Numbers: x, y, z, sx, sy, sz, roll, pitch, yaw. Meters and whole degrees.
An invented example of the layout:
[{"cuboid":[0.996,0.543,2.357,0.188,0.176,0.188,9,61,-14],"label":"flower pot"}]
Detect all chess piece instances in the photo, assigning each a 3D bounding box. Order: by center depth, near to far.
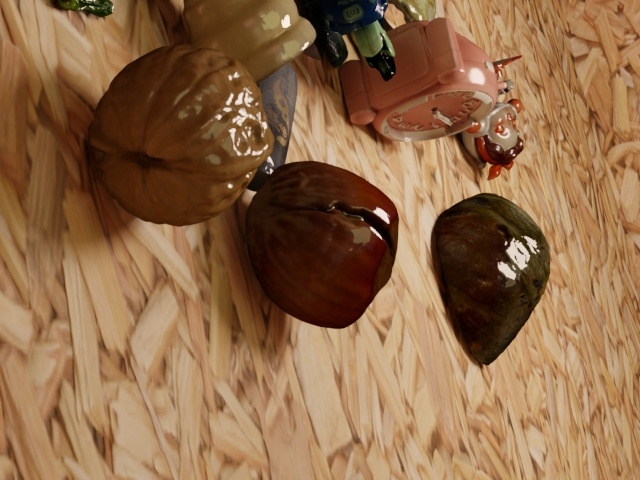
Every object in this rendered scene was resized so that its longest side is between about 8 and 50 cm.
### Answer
[{"cuboid":[-0.144,-0.344,1.546,0.300,0.167,0.167,59,28,-16],"label":"chess piece"}]

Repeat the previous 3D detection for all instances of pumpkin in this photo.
[{"cuboid":[0.310,0.049,2.145,0.148,0.169,0.312,15,59,-63],"label":"pumpkin"}]

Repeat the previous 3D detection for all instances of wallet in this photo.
[{"cuboid":[0.012,-0.350,1.988,0.129,0.026,0.088,66,22,-13],"label":"wallet"}]

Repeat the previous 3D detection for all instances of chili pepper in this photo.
[{"cuboid":[-0.271,-0.273,1.383,0.091,0.034,0.030,-2,107,-64],"label":"chili pepper"}]

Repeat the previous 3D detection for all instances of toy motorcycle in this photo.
[{"cuboid":[0.045,-0.409,1.900,0.196,0.125,0.331,48,24,-58],"label":"toy motorcycle"}]

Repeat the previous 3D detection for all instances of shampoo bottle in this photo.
[{"cuboid":[-0.074,-0.162,1.668,0.087,0.049,0.234,49,33,-34],"label":"shampoo bottle"}]

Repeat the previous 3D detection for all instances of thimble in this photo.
[{"cuboid":[0.132,-0.383,2.133,0.143,0.137,0.190,-68,144,-54],"label":"thimble"}]

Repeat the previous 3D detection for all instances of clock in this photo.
[{"cuboid":[0.183,-0.261,2.042,0.241,0.227,0.142,21,54,-52],"label":"clock"}]

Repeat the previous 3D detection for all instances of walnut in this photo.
[{"cuboid":[-0.150,-0.116,1.336,0.213,0.213,0.213,43,37,-45],"label":"walnut"}]

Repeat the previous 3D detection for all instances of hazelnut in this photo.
[{"cuboid":[0.002,-0.001,1.564,0.181,0.181,0.212,75,23,-53],"label":"hazelnut"}]

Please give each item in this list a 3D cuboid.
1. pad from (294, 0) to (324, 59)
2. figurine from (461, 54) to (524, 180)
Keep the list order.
[{"cuboid":[-0.061,-0.421,1.929,0.176,0.002,0.266,10,63,-62],"label":"pad"},{"cuboid":[0.338,-0.238,2.451,0.183,0.160,0.226,-32,109,-63],"label":"figurine"}]
